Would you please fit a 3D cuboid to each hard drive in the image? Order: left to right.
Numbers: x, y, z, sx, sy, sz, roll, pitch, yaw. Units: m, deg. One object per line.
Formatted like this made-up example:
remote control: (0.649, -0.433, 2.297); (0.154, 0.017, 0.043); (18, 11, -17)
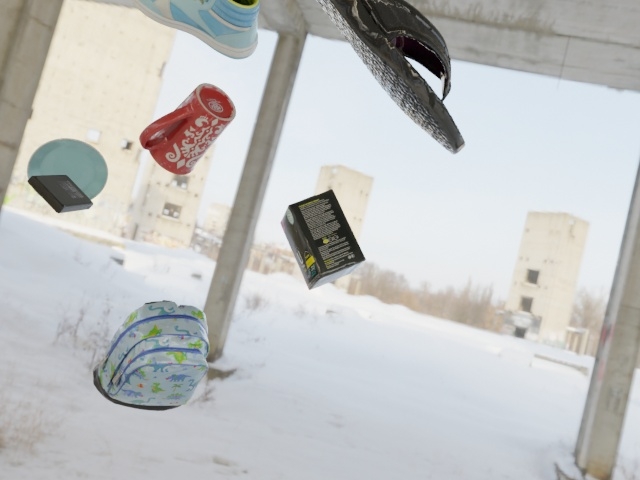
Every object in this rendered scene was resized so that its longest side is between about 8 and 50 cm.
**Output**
hard drive: (-0.558, -0.102, 1.377); (0.094, 0.022, 0.135); (46, 9, 0)

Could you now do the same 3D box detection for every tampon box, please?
tampon box: (0.000, 0.000, 1.295); (0.102, 0.161, 0.120); (-21, -11, -18)

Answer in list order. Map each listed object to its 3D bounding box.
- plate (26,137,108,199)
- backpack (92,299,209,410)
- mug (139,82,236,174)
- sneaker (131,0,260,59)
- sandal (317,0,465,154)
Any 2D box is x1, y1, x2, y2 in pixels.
plate: (-0.626, -0.172, 1.585); (0.188, 0.188, 0.024); (17, 27, -31)
backpack: (-0.431, 0.315, 1.722); (0.290, 0.355, 0.273); (16, 28, -27)
mug: (-0.257, -0.213, 1.250); (0.113, 0.150, 0.169); (47, -55, -9)
sneaker: (-0.264, -0.542, 1.363); (0.319, 0.127, 0.208); (25, -28, -5)
sandal: (0.100, -0.323, 0.963); (0.445, 0.107, 0.167); (51, 5, -9)
